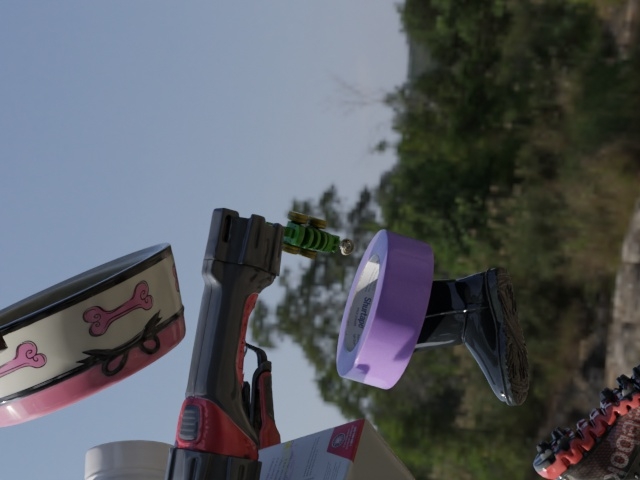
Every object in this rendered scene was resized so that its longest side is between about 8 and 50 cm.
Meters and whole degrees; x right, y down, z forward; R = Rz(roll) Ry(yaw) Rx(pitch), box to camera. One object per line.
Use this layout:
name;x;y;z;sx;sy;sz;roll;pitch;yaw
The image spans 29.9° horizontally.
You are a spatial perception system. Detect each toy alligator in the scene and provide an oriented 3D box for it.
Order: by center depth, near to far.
toy alligator;0.000;0.000;1.669;0.189;0.051;0.056;14;-85;-47

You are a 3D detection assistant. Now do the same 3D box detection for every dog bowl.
dog bowl;-0.392;0.152;1.879;0.408;0.407;0.150;-57;-56;-77

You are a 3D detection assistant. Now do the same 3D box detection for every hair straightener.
hair straightener;-0.101;0.248;1.639;0.047;0.089;0.231;12;-116;-50

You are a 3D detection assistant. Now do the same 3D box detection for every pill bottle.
pill bottle;-0.259;0.428;1.644;0.161;0.161;0.283;82;-175;-65

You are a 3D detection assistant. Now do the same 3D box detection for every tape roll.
tape roll;0.113;0.123;2.153;0.275;0.090;0.275;-164;90;-82

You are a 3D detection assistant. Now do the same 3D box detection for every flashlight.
flashlight;-0.095;0.127;1.306;0.103;0.103;0.304;122;158;-77

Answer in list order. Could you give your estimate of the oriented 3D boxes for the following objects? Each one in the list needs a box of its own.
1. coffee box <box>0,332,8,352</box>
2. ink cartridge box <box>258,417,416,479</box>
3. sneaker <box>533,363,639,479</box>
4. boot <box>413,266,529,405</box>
coffee box;-0.555;0.114;1.518;0.168;0.118;0.297;62;-161;6
ink cartridge box;-0.001;0.304;1.345;0.127;0.176;0.128;52;-146;-25
sneaker;0.461;0.294;1.817;0.276;0.135;0.097;-42;-1;8
boot;0.246;0.177;2.101;0.094;0.207;0.247;2;-103;-58
